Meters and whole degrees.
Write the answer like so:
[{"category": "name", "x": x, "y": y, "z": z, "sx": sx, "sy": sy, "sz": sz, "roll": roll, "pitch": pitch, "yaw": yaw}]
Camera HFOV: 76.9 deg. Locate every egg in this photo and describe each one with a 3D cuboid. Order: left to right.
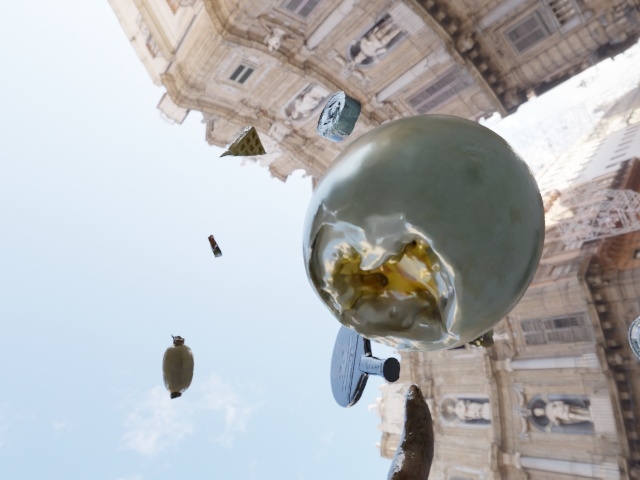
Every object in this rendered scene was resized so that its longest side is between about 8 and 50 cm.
[{"category": "egg", "x": 0.137, "y": -0.024, "z": 0.526, "sx": 0.278, "sy": 0.278, "sz": 0.336, "roll": 57, "pitch": -136, "yaw": -8}]

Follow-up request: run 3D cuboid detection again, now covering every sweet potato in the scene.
[{"category": "sweet potato", "x": 0.228, "y": 0.494, "z": 0.982, "sx": 0.097, "sy": 0.097, "sz": 0.292, "roll": 45, "pitch": -136, "yaw": -19}]

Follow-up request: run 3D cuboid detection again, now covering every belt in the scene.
[{"category": "belt", "x": 0.058, "y": -0.405, "z": 1.331, "sx": 0.078, "sy": 0.198, "sz": 0.151, "roll": 18, "pitch": -97, "yaw": -25}]

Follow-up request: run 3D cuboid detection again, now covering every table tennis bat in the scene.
[{"category": "table tennis bat", "x": 0.061, "y": 0.195, "z": 0.644, "sx": 0.027, "sy": 0.236, "sz": 0.150, "roll": 13, "pitch": -105, "yaw": -14}]

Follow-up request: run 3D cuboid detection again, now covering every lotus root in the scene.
[{"category": "lotus root", "x": -0.336, "y": 0.296, "z": 0.953, "sx": 0.073, "sy": 0.062, "sz": 0.150, "roll": 5, "pitch": -105, "yaw": -30}]

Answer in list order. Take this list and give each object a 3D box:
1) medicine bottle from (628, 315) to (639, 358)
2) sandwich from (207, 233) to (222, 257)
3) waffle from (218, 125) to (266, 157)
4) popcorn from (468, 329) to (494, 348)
[{"category": "medicine bottle", "x": 0.673, "y": 0.077, "z": 0.687, "sx": 0.426, "sy": 0.108, "sz": 0.108, "roll": -25, "pitch": -89, "yaw": -30}, {"category": "sandwich", "x": -0.326, "y": 0.019, "z": 1.240, "sx": 0.026, "sy": 0.101, "sz": 0.069, "roll": -26, "pitch": -50, "yaw": -16}, {"category": "waffle", "x": -0.245, "y": -0.270, "z": 1.292, "sx": 0.191, "sy": 0.032, "sz": 0.125, "roll": -62, "pitch": -35, "yaw": -36}, {"category": "popcorn", "x": 0.408, "y": 0.176, "z": 1.179, "sx": 0.276, "sy": 0.225, "sz": 0.277, "roll": 0, "pitch": -103, "yaw": -1}]
